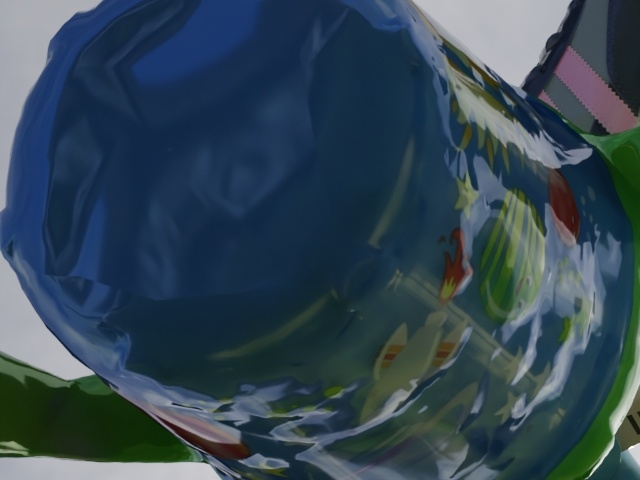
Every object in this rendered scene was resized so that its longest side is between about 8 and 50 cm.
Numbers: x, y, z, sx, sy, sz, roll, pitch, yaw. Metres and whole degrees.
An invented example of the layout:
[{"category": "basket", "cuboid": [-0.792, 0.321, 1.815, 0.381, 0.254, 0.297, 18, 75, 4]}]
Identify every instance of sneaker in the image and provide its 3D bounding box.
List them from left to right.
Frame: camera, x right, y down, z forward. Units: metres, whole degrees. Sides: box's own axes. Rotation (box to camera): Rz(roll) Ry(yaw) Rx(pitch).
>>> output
[{"category": "sneaker", "cuboid": [0.127, -0.058, 0.766, 0.131, 0.112, 0.319, 13, -96, 11]}]

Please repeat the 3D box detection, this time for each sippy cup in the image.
[{"category": "sippy cup", "cuboid": [0.000, 0.000, 0.523, 0.305, 0.240, 0.224, -56, -29, -3]}]

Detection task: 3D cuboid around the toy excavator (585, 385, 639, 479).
[{"category": "toy excavator", "cuboid": [0.263, 0.200, 1.265, 0.445, 0.222, 0.433, -20, -62, -6]}]
